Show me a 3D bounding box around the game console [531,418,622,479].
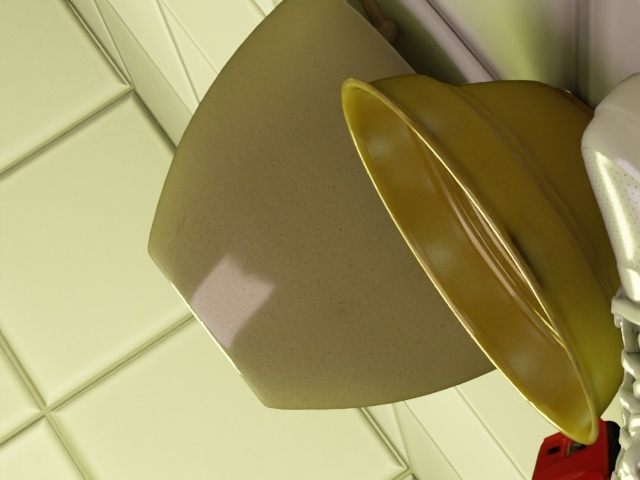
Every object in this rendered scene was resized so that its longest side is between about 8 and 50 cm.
[{"bbox_3d":[0.232,0.267,1.016,0.342,0.060,0.386,59,-172,4],"label":"game console"}]

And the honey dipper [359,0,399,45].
[{"bbox_3d":[0.011,-0.179,1.045,0.030,0.030,0.160,47,172,51],"label":"honey dipper"}]

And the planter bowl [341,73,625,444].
[{"bbox_3d":[0.106,-0.013,0.876,0.217,0.090,0.217,54,172,11],"label":"planter bowl"}]

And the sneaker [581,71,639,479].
[{"bbox_3d":[0.150,0.090,0.738,0.292,0.169,0.108,59,174,-9],"label":"sneaker"}]

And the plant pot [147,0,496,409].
[{"bbox_3d":[0.000,0.000,1.147,0.284,0.191,0.284,53,176,6],"label":"plant pot"}]
